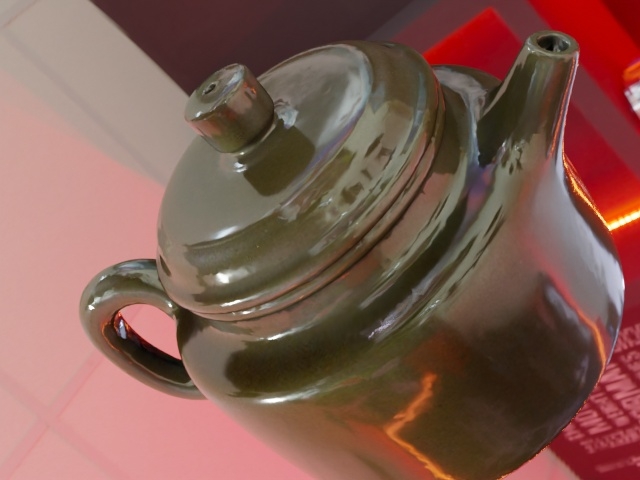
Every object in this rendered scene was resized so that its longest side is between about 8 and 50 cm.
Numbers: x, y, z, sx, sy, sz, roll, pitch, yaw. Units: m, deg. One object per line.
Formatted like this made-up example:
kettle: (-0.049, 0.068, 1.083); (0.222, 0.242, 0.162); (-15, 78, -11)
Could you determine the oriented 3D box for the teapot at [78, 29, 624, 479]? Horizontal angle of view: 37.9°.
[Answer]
teapot: (0.000, 0.000, 0.404); (0.175, 0.268, 0.185); (47, -150, -31)
